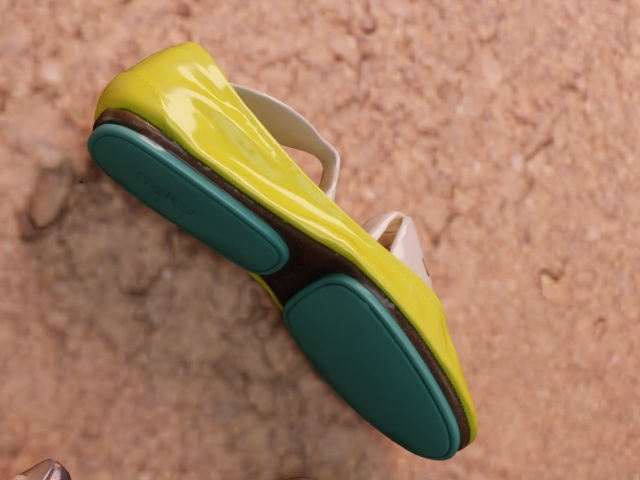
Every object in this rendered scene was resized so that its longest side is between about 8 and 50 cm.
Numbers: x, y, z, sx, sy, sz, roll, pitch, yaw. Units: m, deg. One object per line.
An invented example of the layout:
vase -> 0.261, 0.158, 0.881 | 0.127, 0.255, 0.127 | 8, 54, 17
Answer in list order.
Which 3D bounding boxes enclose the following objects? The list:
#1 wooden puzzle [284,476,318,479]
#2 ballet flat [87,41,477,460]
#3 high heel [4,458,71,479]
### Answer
wooden puzzle -> 0.008, 0.263, 0.519 | 0.238, 0.044, 0.221 | 42, 73, -11
ballet flat -> 0.000, 0.000, 0.514 | 0.231, 0.077, 0.077 | 43, 56, -13
high heel -> -0.137, 0.229, 0.438 | 0.186, 0.093, 0.261 | 45, 73, -22
